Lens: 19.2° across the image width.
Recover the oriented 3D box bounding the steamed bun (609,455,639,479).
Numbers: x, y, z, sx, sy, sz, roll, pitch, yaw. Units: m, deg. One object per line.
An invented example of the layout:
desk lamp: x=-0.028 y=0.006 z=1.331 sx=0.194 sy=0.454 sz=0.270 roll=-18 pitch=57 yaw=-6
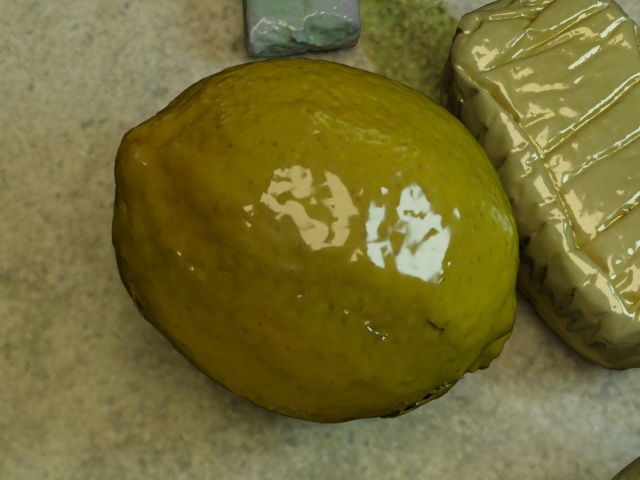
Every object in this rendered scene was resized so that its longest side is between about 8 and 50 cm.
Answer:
steamed bun: x=0.247 y=0.211 z=1.064 sx=0.225 sy=0.170 sz=0.200 roll=36 pitch=85 yaw=-9

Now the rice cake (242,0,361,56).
rice cake: x=-0.018 y=-0.223 z=1.218 sx=0.080 sy=0.042 sz=0.222 roll=-2 pitch=73 yaw=-11

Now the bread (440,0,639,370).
bread: x=0.165 y=-0.038 z=1.151 sx=0.140 sy=0.106 sz=0.236 roll=-25 pitch=78 yaw=-11

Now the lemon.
lemon: x=0.000 y=0.000 z=1.074 sx=0.260 sy=0.204 sz=0.204 roll=26 pitch=72 yaw=-18
